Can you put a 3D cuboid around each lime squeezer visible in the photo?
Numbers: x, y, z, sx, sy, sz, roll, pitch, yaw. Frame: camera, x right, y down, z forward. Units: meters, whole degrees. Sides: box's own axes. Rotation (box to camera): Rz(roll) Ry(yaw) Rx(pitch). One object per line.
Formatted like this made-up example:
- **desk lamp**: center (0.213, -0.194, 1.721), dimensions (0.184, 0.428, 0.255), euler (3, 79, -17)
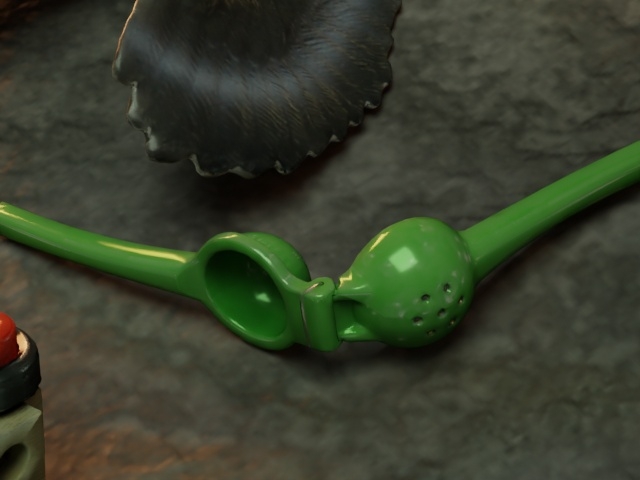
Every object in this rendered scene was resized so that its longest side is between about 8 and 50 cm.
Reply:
- **lime squeezer**: center (0.000, 0.000, 0.819), dimensions (0.310, 0.059, 0.110), euler (-6, 52, 7)

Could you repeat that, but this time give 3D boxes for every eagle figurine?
- **eagle figurine**: center (-0.051, -0.189, 0.923), dimensions (0.298, 0.225, 0.226), euler (-64, 18, 0)

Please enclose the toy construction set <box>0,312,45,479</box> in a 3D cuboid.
- **toy construction set**: center (-0.232, 0.094, 0.731), dimensions (0.328, 0.151, 0.215), euler (35, 41, 23)
